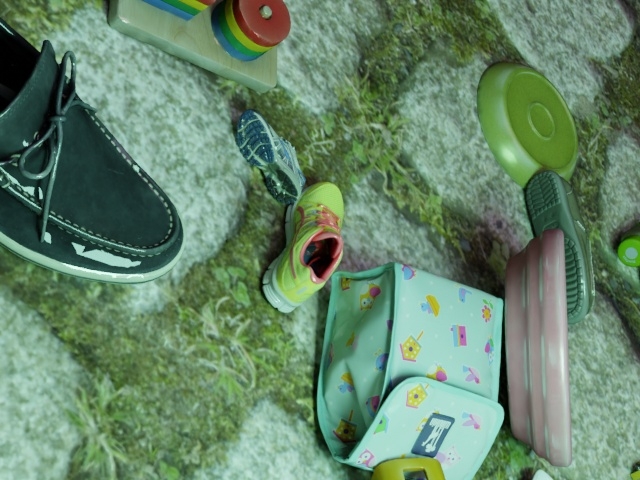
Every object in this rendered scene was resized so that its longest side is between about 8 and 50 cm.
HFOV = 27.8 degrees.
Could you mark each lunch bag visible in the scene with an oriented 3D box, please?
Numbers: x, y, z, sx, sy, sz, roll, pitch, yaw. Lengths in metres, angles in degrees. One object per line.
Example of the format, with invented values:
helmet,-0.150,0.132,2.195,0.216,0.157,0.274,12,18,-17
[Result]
lunch bag,0.119,0.180,1.664,0.223,0.160,0.262,21,66,-39

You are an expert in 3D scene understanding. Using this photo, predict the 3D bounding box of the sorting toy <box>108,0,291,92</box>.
sorting toy,-0.141,-0.362,1.709,0.256,0.089,0.257,20,59,-37

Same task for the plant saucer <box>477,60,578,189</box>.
plant saucer,0.354,-0.193,2.141,0.241,0.037,0.240,20,58,-36

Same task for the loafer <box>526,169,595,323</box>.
loafer,0.396,0.010,2.046,0.087,0.094,0.251,9,68,-39

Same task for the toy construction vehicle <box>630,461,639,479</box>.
toy construction vehicle,0.537,0.387,2.059,0.098,0.035,0.085,-17,73,-49

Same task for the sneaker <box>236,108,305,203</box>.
sneaker,-0.063,-0.116,1.708,0.135,0.052,0.058,62,33,-13

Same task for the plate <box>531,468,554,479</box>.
plate,0.341,0.504,1.782,0.277,0.045,0.278,46,43,-13

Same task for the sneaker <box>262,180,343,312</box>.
sneaker,0.000,0.000,1.675,0.081,0.094,0.208,37,48,-24

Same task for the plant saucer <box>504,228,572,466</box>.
plant saucer,0.306,0.150,1.811,0.332,0.084,0.332,-3,90,-78

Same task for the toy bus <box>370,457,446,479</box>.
toy bus,0.121,0.357,1.547,0.202,0.104,0.191,29,45,17

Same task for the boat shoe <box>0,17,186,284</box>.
boat shoe,-0.328,-0.124,1.379,0.500,0.156,0.186,41,46,-24

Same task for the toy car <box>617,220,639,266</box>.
toy car,0.605,0.056,2.204,0.155,0.149,0.188,-33,107,-57
